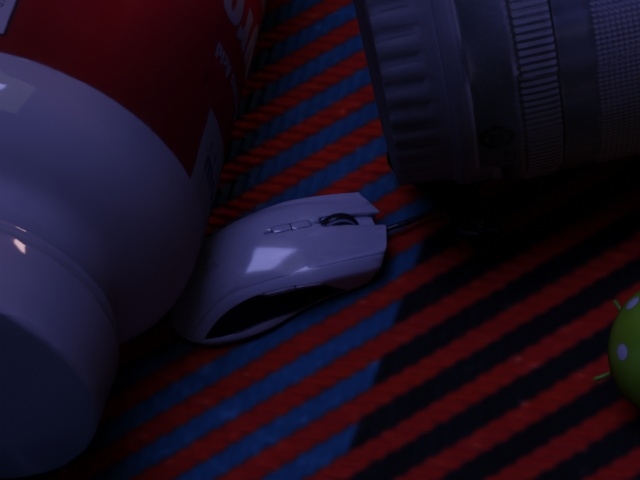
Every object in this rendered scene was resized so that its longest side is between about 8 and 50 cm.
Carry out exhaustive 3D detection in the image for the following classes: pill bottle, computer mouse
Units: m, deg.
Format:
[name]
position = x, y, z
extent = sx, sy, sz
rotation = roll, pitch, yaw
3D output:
[pill bottle]
position = -0.161, -0.084, 1.118
extent = 0.229, 0.229, 0.408
rotation = -2, 50, 18
[computer mouse]
position = 0.000, 0.000, 1.114
extent = 0.193, 0.042, 0.106
rotation = -24, 48, -2

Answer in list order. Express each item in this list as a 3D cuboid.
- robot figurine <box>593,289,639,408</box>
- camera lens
[robot figurine]
position = 0.194, 0.057, 0.978
extent = 0.115, 0.067, 0.101
rotation = 7, 65, 25
[camera lens]
position = 0.155, -0.154, 1.057
extent = 0.274, 0.219, 0.219
rotation = -12, 47, 1
